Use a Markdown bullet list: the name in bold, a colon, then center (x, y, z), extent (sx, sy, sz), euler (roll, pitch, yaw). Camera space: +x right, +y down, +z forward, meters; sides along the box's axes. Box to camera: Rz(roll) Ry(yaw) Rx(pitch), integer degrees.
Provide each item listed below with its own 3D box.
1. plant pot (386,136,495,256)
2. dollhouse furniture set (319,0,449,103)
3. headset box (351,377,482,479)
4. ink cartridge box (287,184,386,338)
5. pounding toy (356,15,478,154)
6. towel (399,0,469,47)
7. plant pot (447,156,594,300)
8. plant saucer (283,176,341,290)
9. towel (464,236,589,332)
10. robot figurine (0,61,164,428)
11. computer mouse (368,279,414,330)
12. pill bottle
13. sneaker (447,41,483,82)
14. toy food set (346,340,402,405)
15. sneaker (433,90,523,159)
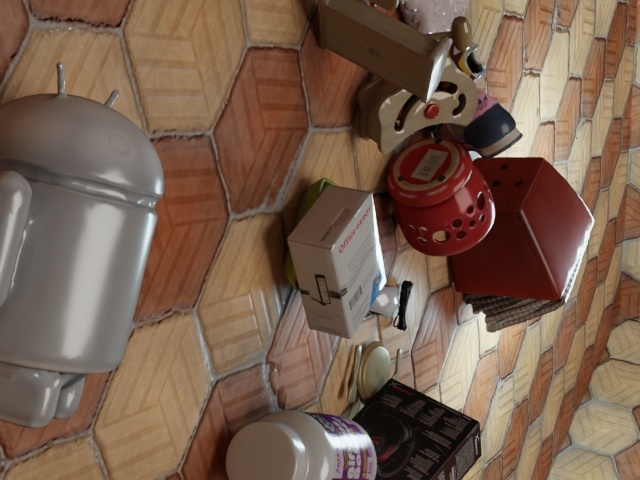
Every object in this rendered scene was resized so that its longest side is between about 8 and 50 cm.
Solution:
- **plant pot**: center (0.225, -0.093, 2.036), extent (0.191, 0.191, 0.174), euler (-62, 140, -28)
- **dollhouse furniture set**: center (0.159, -0.423, 1.609), extent (0.303, 0.198, 0.286), euler (-58, 169, -18)
- **headset box**: center (0.138, 0.429, 2.013), extent (0.293, 0.218, 0.110), euler (-42, 138, -33)
- **ink cartridge box**: center (0.031, 0.033, 1.708), extent (0.148, 0.086, 0.203), euler (-54, 145, -39)
- **pounding toy**: center (0.175, -0.273, 1.896), extent (0.269, 0.155, 0.154), euler (-37, 130, -8)
- **towel**: center (0.225, -0.532, 1.980), extent (0.317, 0.053, 0.332), euler (-65, 150, -22)
- **plant pot**: center (0.436, -0.046, 2.406), extent (0.267, 0.267, 0.235), euler (-58, 136, -33)
- **plant saucer**: center (0.000, 0.000, 1.782), extent (0.188, 0.045, 0.188), euler (25, 78, -63)
- **towel**: center (0.499, 0.074, 2.575), extent (0.121, 0.284, 0.235), euler (41, 52, -19)
- **robot figurine**: center (-0.275, 0.004, 1.066), extent (0.300, 0.200, 0.353), euler (42, 61, -87)
- **computer mouse**: center (0.144, 0.127, 2.128), extent (0.193, 0.042, 0.106), euler (15, 89, -64)
- **pill bottle**: center (-0.032, 0.369, 1.748), extent (0.301, 0.169, 0.169), euler (25, 79, -64)
- **sneaker**: center (0.295, -0.329, 2.170), extent (0.069, 0.084, 0.185), euler (-56, 146, -37)
- **toy food set**: center (0.098, 0.268, 2.117), extent (0.192, 0.039, 0.132), euler (16, 81, -56)
- **sneaker**: center (0.287, -0.244, 2.059), extent (0.112, 0.319, 0.131), euler (-38, 105, -9)
